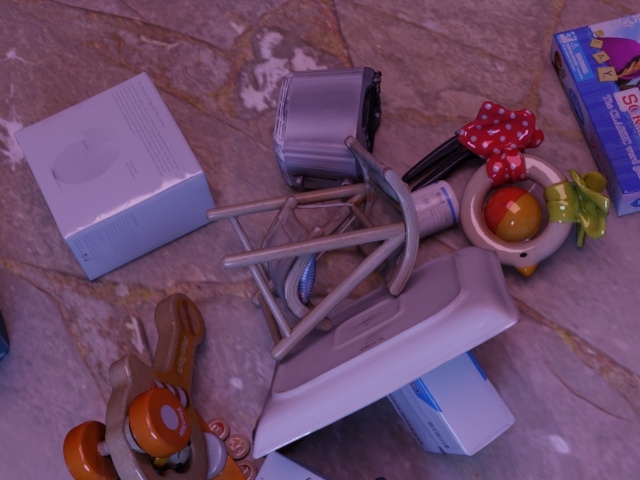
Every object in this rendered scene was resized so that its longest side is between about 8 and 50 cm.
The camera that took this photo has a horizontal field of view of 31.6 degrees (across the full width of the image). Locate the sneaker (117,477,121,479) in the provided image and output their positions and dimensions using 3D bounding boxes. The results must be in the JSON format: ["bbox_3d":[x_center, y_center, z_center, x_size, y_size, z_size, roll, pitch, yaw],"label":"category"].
[{"bbox_3d":[-0.254,0.390,1.453,0.118,0.107,0.279,-37,61,10],"label":"sneaker"}]

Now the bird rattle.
[{"bbox_3d":[0.288,-0.067,1.617,0.253,0.143,0.207,37,92,7],"label":"bird rattle"}]

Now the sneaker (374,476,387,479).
[{"bbox_3d":[0.086,0.402,1.428,0.082,0.069,0.209,-19,60,0],"label":"sneaker"}]

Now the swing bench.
[{"bbox_3d":[0.000,0.000,1.531,0.255,0.165,0.253,-28,18,-1],"label":"swing bench"}]

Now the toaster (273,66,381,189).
[{"bbox_3d":[0.013,-0.178,1.740,0.147,0.129,0.226,1,63,10],"label":"toaster"}]

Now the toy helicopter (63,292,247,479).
[{"bbox_3d":[-0.188,0.213,1.500,0.140,0.235,0.355,-29,33,23],"label":"toy helicopter"}]

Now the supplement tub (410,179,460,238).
[{"bbox_3d":[0.148,-0.040,1.676,0.107,0.071,0.071,-22,60,-6],"label":"supplement tub"}]

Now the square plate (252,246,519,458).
[{"bbox_3d":[0.073,0.117,1.421,0.347,0.344,0.049,-29,99,10],"label":"square plate"}]

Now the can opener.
[{"bbox_3d":[0.204,-0.134,1.734,0.186,0.073,0.059,-31,69,-1],"label":"can opener"}]

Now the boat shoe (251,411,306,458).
[{"bbox_3d":[-0.012,0.213,1.548,0.073,0.073,0.207,34,68,23],"label":"boat shoe"}]

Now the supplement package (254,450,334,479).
[{"bbox_3d":[0.003,0.351,1.405,0.179,0.105,0.105,20,79,39],"label":"supplement package"}]

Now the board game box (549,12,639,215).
[{"bbox_3d":[0.556,-0.219,1.734,0.318,0.066,0.318,-14,60,-2],"label":"board game box"}]

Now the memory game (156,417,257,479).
[{"bbox_3d":[-0.177,0.321,1.538,0.186,0.012,0.186,-3,59,5],"label":"memory game"}]

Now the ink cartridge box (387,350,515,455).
[{"bbox_3d":[0.152,0.196,1.447,0.082,0.191,0.139,-33,88,-12],"label":"ink cartridge box"}]

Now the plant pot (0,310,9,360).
[{"bbox_3d":[-0.578,0.098,1.591,0.247,0.248,0.252,-41,82,-16],"label":"plant pot"}]

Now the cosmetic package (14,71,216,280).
[{"bbox_3d":[-0.308,-0.100,1.725,0.225,0.138,0.224,-27,60,-8],"label":"cosmetic package"}]
